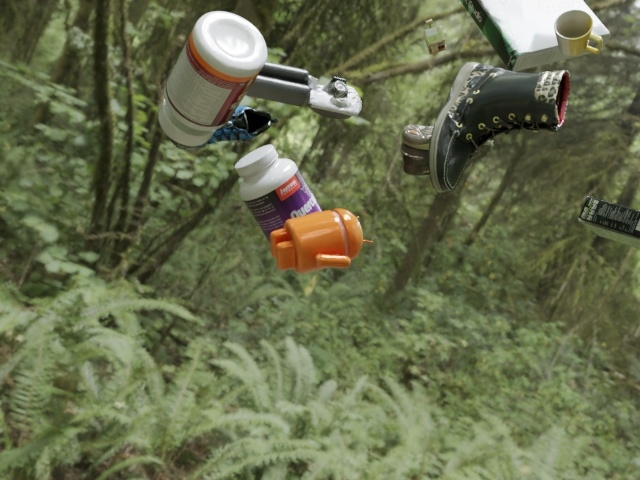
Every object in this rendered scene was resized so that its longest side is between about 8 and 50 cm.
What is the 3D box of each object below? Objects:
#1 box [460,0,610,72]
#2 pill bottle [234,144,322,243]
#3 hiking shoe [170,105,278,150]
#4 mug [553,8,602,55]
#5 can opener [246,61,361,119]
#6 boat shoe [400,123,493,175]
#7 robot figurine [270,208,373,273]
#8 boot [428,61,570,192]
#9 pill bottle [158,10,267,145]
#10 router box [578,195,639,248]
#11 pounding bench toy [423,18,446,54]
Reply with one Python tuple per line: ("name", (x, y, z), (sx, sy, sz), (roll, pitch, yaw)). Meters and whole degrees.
("box", (0.442, -0.515, 1.637), (0.232, 0.058, 0.322), (-16, 59, -16))
("pill bottle", (-0.109, -0.103, 2.137), (0.323, 0.181, 0.181), (59, -7, -21))
("hiking shoe", (-0.252, -0.302, 1.910), (0.132, 0.113, 0.304), (-10, 7, 38))
("mug", (0.430, -0.339, 1.267), (0.064, 0.062, 0.078), (57, 11, -61))
("can opener", (-0.056, -0.277, 1.432), (0.283, 0.076, 0.095), (7, -32, -21))
("boat shoe", (0.318, -0.227, 1.954), (0.355, 0.130, 0.132), (-6, 28, -45))
("robot figurine", (0.001, 0.002, 1.667), (0.219, 0.128, 0.158), (-14, 5, -15))
("boot", (0.280, -0.179, 1.185), (0.178, 0.236, 0.085), (10, -21, 33))
("pill bottle", (-0.182, -0.255, 1.220), (0.121, 0.121, 0.221), (23, -36, -18))
("router box", (0.417, -0.019, 1.028), (0.092, 0.038, 0.122), (22, 2, 34))
("pounding bench toy", (0.333, -0.600, 2.207), (0.052, 0.083, 0.065), (-16, -16, 9))
